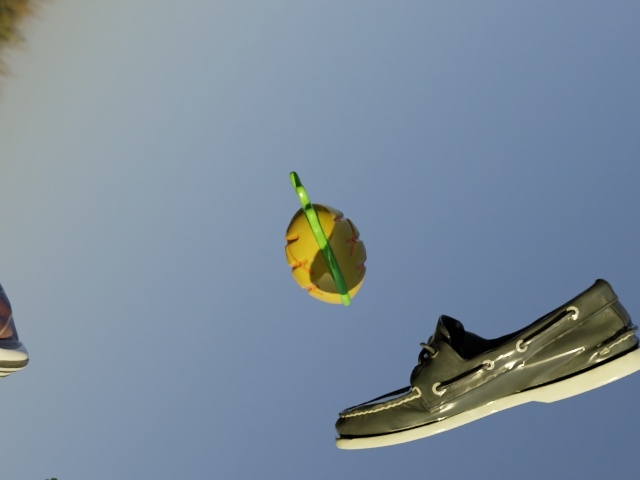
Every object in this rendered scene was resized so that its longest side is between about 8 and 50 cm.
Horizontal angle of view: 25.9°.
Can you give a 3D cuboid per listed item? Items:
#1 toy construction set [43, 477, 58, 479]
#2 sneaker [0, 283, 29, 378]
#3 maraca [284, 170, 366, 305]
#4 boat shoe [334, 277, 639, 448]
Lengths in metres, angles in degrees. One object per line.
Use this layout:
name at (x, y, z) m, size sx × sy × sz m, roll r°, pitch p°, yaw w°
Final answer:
toy construction set at (-0.346, 0.425, 1.902) m, size 0.327 × 0.215 × 0.151 m, roll 23°, pitch -56°, yaw 49°
sneaker at (-0.462, 0.074, 1.594) m, size 0.106 × 0.281 × 0.163 m, roll -23°, pitch -110°, yaw 25°
maraca at (0.000, 0.000, 1.743) m, size 0.099 × 0.186 × 0.127 m, roll -25°, pitch -151°, yaw -5°
boat shoe at (0.160, 0.125, 1.434) m, size 0.340 × 0.113 × 0.127 m, roll -19°, pitch -179°, yaw 22°
